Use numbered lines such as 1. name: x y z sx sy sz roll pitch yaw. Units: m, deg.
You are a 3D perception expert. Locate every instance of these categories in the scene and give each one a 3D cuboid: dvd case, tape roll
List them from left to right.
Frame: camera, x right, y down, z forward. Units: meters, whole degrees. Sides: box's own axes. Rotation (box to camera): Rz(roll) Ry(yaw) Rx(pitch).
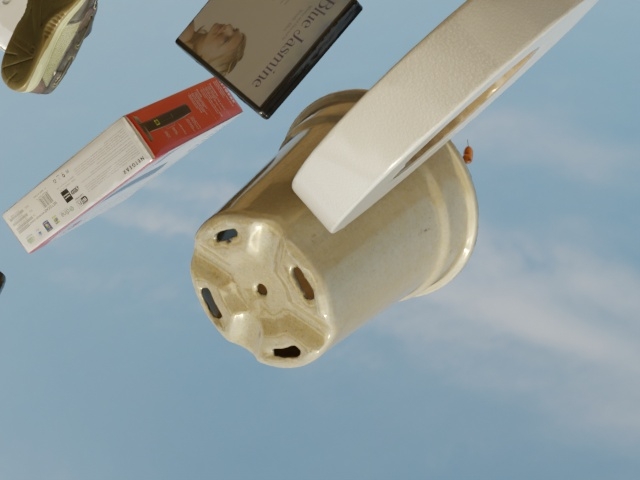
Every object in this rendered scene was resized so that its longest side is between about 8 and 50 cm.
1. dvd case: -0.076 -0.277 1.143 0.180 0.022 0.253 -49 -133 2
2. tape roll: 0.134 -0.158 0.955 0.392 0.392 0.072 -40 -93 -27

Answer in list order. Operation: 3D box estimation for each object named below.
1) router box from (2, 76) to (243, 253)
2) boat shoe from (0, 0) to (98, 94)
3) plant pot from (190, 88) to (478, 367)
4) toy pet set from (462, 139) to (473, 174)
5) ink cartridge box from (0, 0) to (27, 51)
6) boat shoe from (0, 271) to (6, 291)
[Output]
1. router box: -0.333 -0.135 1.517 0.335 0.082 0.301 -31 -173 31
2. boat shoe: -0.326 -0.285 1.122 0.080 0.073 0.224 37 -78 21
3. plant pot: 0.000 0.000 1.200 0.333 0.334 0.305 13 -148 31
4. toy pet set: 0.157 -0.151 1.260 0.122 0.065 0.114 3 -111 12
5. ink cartridge box: -0.507 -0.397 1.446 0.160 0.092 0.219 -51 -145 -4
6. boat shoe: -0.596 0.128 1.339 0.324 0.120 0.123 -36 -151 34
